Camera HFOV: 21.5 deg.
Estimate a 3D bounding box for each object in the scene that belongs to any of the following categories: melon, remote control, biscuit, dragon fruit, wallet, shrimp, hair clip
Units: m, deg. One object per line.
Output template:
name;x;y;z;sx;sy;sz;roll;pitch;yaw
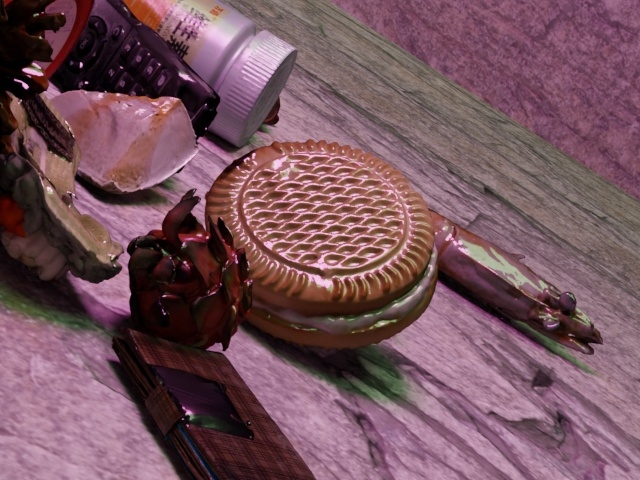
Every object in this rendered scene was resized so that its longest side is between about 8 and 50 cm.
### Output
melon;-0.227;-0.106;1.816;0.202;0.093;0.139;9;42;-8
remote control;-0.249;-0.219;2.036;0.062;0.144;0.399;25;16;-48
biscuit;0.000;0.000;1.729;0.259;0.079;0.259;5;44;-5
dragon fruit;-0.115;0.040;1.502;0.130;0.121;0.142;34;-19;51
wallet;-0.081;0.151;1.373;0.124;0.042;0.230;22;19;-38
shrimp;0.241;0.044;2.266;0.360;0.085;0.247;35;9;29
hair clip;-0.269;-0.053;1.563;0.138;0.091;0.321;50;5;-28

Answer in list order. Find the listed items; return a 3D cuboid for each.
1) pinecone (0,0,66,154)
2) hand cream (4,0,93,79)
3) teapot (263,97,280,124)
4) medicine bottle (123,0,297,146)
pinecone;-0.353;-0.148;1.427;0.243;0.257;0.243;42;-21;21
hand cream;-0.349;-0.248;1.844;0.125;0.193;0.193;35;16;11
teapot;-0.078;-0.200;2.424;0.080;0.085;0.110;47;2;41
medicine bottle;-0.203;-0.270;2.249;0.318;0.158;0.158;32;15;5
